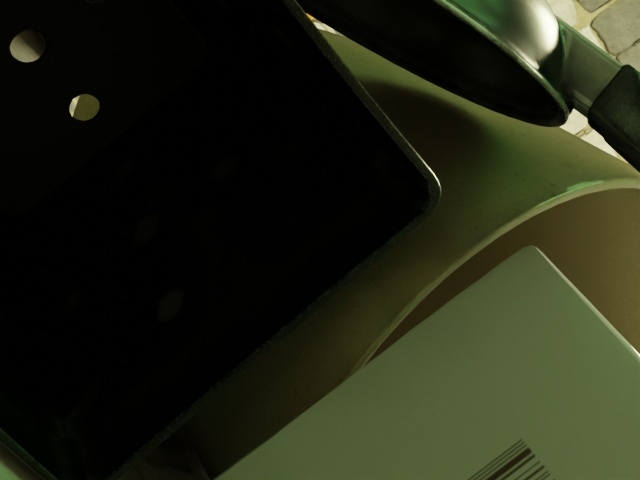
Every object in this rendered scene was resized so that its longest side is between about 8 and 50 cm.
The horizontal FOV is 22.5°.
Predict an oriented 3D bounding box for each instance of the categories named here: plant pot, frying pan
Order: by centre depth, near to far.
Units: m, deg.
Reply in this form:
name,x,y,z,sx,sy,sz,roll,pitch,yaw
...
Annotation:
name,x,y,z,sx,sy,sz,roll,pitch,yaw
frying pan,0.064,-0.079,0.600,0.326,0.053,0.197,29,-2,34
plant pot,-0.099,-0.051,0.632,0.187,0.188,0.167,49,3,-34
plant pot,0.000,0.000,0.808,0.274,0.256,0.256,44,2,33

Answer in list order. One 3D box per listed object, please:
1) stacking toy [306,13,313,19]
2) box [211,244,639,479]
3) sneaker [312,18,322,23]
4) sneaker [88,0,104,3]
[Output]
name,x,y,z,sx,sy,sz,roll,pitch,yaw
stacking toy,-0.120,-0.216,0.869,0.302,0.166,0.175,40,4,-12
box,0.127,0.200,0.685,0.215,0.168,0.345,51,-2,39
sneaker,-0.011,-0.271,0.904,0.146,0.122,0.330,27,-35,42
sneaker,-0.147,-0.210,1.005,0.315,0.127,0.182,50,10,-36
